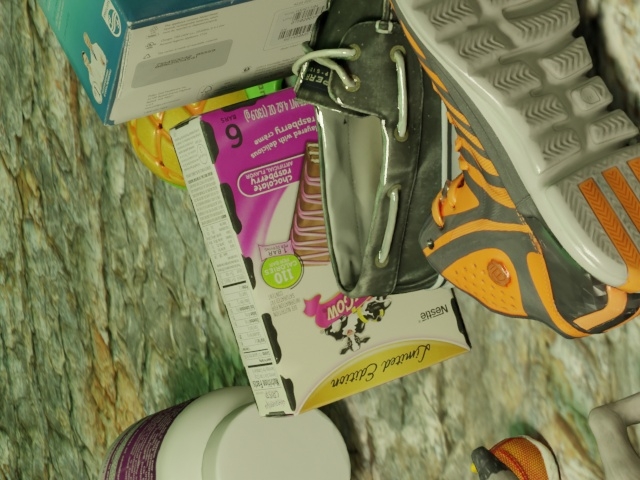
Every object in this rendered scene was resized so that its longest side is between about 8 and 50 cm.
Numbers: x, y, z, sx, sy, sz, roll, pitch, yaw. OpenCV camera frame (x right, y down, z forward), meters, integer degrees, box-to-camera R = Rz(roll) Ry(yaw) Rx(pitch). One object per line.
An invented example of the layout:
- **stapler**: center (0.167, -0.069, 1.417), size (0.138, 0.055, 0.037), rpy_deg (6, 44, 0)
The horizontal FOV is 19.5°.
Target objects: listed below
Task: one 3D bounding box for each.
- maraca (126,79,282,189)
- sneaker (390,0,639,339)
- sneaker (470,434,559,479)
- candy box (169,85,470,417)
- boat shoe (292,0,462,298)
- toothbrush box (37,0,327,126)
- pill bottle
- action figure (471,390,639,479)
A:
- **maraca**: center (-0.093, -0.110, 1.601), size (0.185, 0.099, 0.127), rpy_deg (-14, 96, 38)
- **sneaker**: center (0.100, -0.075, 1.203), size (0.321, 0.124, 0.180), rpy_deg (65, 152, 15)
- **sneaker**: center (0.152, 0.231, 1.364), size (0.064, 0.067, 0.175), rpy_deg (-19, 91, 63)
- **candy box**: center (0.000, 0.000, 1.408), size (0.071, 0.159, 0.233), rpy_deg (-14, 95, 65)
- **boat shoe**: center (0.042, -0.111, 1.299), size (0.121, 0.119, 0.335), rpy_deg (20, 124, 59)
- **toothbrush box**: center (-0.120, -0.257, 1.417), size (0.296, 0.216, 0.126), rpy_deg (60, 151, 25)
- **pill bottle**: center (-0.088, 0.223, 1.713), size (0.301, 0.169, 0.169), rpy_deg (-28, 81, 65)
- **action figure**: center (0.147, 0.302, 1.172), size (0.330, 0.178, 0.341), rpy_deg (-77, 11, -46)
